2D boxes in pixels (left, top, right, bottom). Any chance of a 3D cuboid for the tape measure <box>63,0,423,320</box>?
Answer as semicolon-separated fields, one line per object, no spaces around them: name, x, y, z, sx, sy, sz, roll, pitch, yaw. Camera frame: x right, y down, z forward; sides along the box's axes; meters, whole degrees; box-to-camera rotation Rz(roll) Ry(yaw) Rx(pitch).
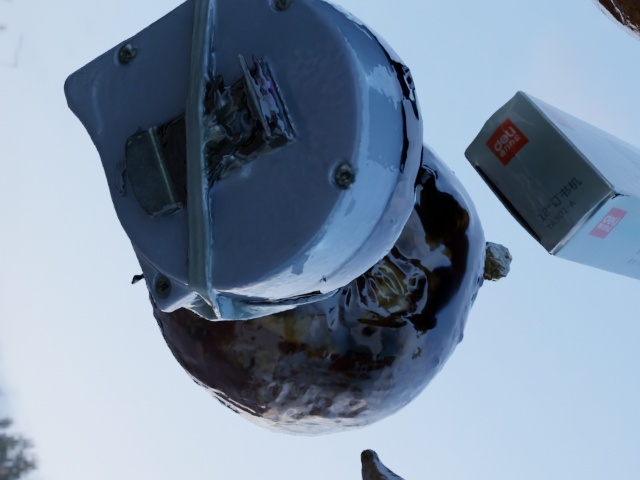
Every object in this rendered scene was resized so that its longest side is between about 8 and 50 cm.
tape measure;-0.037;-0.054;0.651;0.181;0.107;0.182;-35;-113;23

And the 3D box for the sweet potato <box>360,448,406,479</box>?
sweet potato;0.057;0.230;0.607;0.067;0.059;0.281;114;-20;-54

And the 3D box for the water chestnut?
water chestnut;0.000;0.000;1.086;0.347;0.335;0.335;109;-34;-52

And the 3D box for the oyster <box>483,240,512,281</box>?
oyster;0.175;0.023;1.244;0.051;0.034;0.093;-52;-162;-21

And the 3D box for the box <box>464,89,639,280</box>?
box;0.250;-0.037;1.047;0.079;0.269;0.135;-50;-125;20

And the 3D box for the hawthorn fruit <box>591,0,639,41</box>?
hawthorn fruit;0.313;-0.236;1.003;0.179;0.173;0.174;-90;-162;-60
